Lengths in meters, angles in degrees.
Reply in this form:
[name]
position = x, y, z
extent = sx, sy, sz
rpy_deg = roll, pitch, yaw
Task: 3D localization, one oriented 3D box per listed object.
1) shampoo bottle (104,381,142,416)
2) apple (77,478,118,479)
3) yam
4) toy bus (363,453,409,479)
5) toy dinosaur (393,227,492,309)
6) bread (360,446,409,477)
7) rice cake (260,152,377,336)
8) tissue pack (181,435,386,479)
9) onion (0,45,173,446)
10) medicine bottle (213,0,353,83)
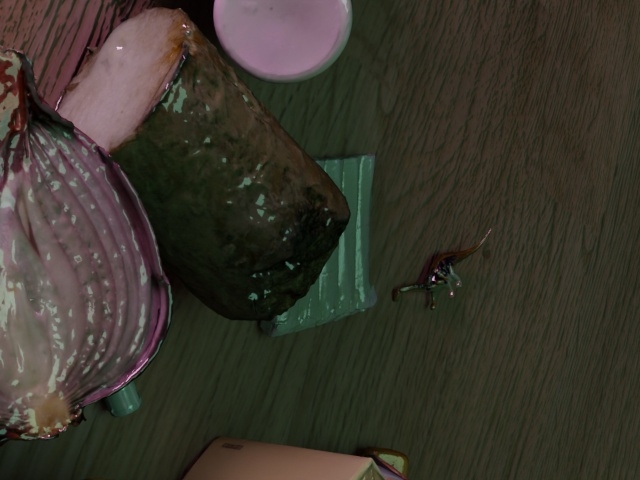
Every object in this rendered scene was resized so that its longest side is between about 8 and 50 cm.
[shampoo bottle]
position = -0.225, 0.087, 1.322
extent = 0.069, 0.041, 0.190
rpy_deg = -38, 118, -40
[apple]
position = -0.205, 0.375, 1.167
extent = 0.340, 0.340, 0.339
rpy_deg = -2, 93, -46
[yam]
position = -0.116, -0.065, 1.320
extent = 0.300, 0.195, 0.195
rpy_deg = 48, 59, -34
[toy bus]
position = 0.104, 0.397, 1.515
extent = 0.194, 0.232, 0.288
rpy_deg = -51, 133, -1
[toy dinosaur]
position = 0.164, 0.046, 1.730
extent = 0.180, 0.037, 0.058
rpy_deg = -38, 122, -38
[bread]
position = 0.071, 0.305, 1.631
extent = 0.062, 0.049, 0.103
rpy_deg = 11, 85, -19
[rice cake]
position = 0.000, 0.000, 1.555
extent = 0.189, 0.037, 0.198
rpy_deg = -10, 100, -45
[tissue pack]
position = -0.048, 0.303, 1.376
extent = 0.159, 0.234, 0.125
rpy_deg = -49, 123, -34
[onion]
position = -0.283, -0.005, 1.164
extent = 0.267, 0.159, 0.348
rpy_deg = -12, 103, -38
[medicine bottle]
position = -0.034, -0.254, 1.367
extent = 0.237, 0.139, 0.139
rpy_deg = -88, 161, -69
